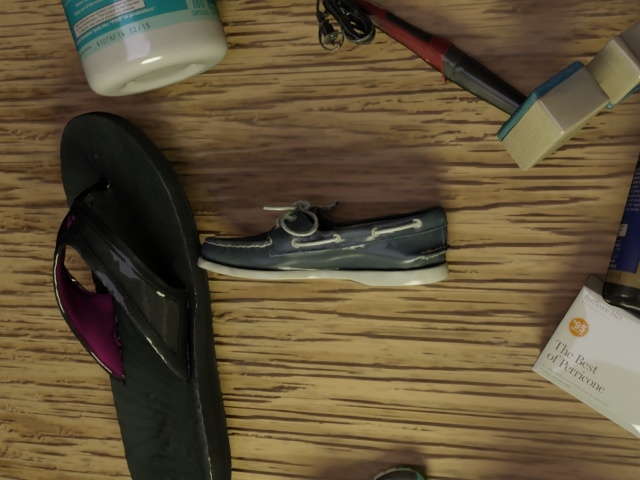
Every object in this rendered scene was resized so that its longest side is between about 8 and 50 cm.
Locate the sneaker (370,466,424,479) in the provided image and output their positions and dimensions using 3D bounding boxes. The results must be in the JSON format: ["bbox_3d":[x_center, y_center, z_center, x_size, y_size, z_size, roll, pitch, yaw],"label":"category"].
[{"bbox_3d":[0.039,0.291,1.059,0.166,0.076,0.065,-37,85,21],"label":"sneaker"}]

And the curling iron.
[{"bbox_3d":[0.111,-0.162,0.984,0.274,0.035,0.068,30,70,11],"label":"curling iron"}]

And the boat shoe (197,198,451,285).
[{"bbox_3d":[0.000,0.000,1.022,0.254,0.095,0.079,1,100,19],"label":"boat shoe"}]

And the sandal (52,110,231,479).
[{"bbox_3d":[-0.196,0.083,1.085,0.167,0.107,0.446,-11,94,37],"label":"sandal"}]

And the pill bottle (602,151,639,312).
[{"bbox_3d":[0.322,-0.038,0.870,0.122,0.123,0.219,15,90,18],"label":"pill bottle"}]

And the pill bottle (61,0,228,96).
[{"bbox_3d":[-0.196,-0.287,1.027,0.146,0.146,0.264,-17,92,22],"label":"pill bottle"}]

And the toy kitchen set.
[{"bbox_3d":[0.222,-0.194,0.899,0.207,0.122,0.166,-34,83,-10],"label":"toy kitchen set"}]

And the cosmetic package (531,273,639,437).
[{"bbox_3d":[0.320,0.137,0.938,0.239,0.060,0.099,32,107,14],"label":"cosmetic package"}]
